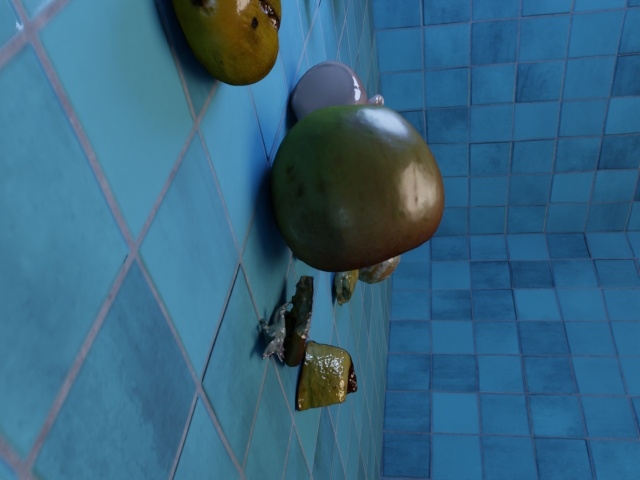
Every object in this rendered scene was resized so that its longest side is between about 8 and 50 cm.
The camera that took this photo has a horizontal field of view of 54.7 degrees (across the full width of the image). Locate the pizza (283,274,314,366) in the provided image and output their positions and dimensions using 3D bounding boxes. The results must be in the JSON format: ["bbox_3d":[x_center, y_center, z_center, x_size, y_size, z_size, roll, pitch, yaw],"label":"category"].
[{"bbox_3d":[-0.045,0.153,1.253,0.185,0.052,0.195,112,-11,-57],"label":"pizza"}]

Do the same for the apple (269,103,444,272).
[{"bbox_3d":[0.059,-0.106,1.208,0.338,0.338,0.305,-37,109,-76],"label":"apple"}]

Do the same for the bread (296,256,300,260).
[{"bbox_3d":[0.000,0.000,1.417,0.132,0.053,0.074,-22,104,-34],"label":"bread"}]

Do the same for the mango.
[{"bbox_3d":[-0.112,-0.305,0.850,0.295,0.120,0.177,-12,102,-79],"label":"mango"}]

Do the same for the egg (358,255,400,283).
[{"bbox_3d":[0.184,0.036,2.149,0.195,0.194,0.233,-65,162,-66],"label":"egg"}]

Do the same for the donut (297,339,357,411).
[{"bbox_3d":[0.026,0.320,1.505,0.295,0.112,0.151,32,59,-78],"label":"donut"}]

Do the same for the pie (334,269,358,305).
[{"bbox_3d":[0.087,0.100,1.963,0.282,0.068,0.129,-76,162,-66],"label":"pie"}]

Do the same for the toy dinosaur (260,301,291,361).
[{"bbox_3d":[-0.083,0.169,1.149,0.209,0.039,0.082,-71,156,-66],"label":"toy dinosaur"}]

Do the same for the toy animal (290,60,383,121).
[{"bbox_3d":[0.045,-0.293,1.443,0.256,0.195,0.213,56,28,-65],"label":"toy animal"}]
